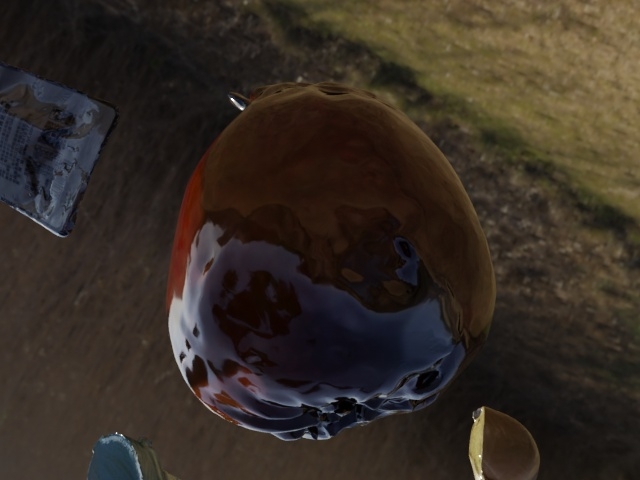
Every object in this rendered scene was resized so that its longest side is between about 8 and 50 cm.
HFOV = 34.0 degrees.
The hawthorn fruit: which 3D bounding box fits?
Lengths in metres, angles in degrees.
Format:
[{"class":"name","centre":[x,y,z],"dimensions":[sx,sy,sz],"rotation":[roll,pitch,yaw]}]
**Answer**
[{"class":"hawthorn fruit","centre":[0.010,0.019,0.944],"dimensions":[0.308,0.325,0.308],"rotation":[12,157,5]}]

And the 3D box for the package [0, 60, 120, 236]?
[{"class":"package","centre":[-0.342,-0.120,1.150],"dimensions":[0.239,0.154,0.030],"rotation":[26,-173,15]}]

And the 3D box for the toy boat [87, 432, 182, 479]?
[{"class":"toy boat","centre":[-0.187,0.279,1.116],"dimensions":[0.102,0.088,0.215],"rotation":[38,-177,-32]}]

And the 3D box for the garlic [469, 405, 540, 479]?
[{"class":"garlic","centre":[0.280,0.337,1.589],"dimensions":[0.101,0.196,0.087],"rotation":[22,120,-5]}]
